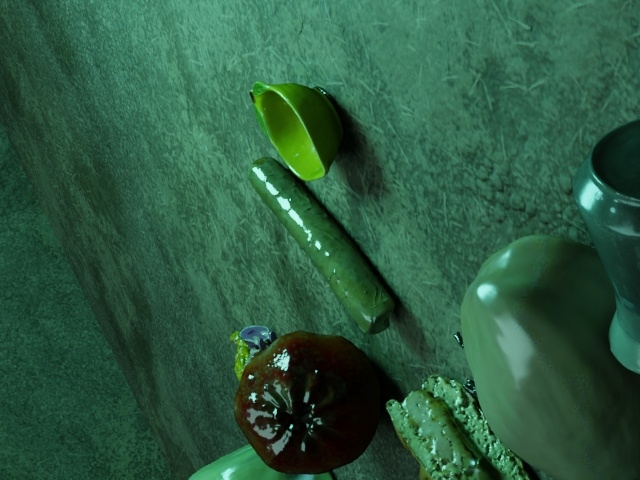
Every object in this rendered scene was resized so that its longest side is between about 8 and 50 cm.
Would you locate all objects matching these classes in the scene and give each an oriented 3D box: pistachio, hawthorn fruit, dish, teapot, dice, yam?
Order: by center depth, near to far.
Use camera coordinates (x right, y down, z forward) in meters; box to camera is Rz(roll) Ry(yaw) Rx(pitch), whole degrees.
[{"bbox_3d":[0.328,0.001,1.166,0.203,0.171,0.225,-112,6,-53],"label":"teapot"},{"bbox_3d":[0.277,0.141,1.360,0.226,0.208,0.332,-13,111,22],"label":"pistachio"},{"bbox_3d":[-0.023,-0.178,1.838,0.208,0.080,0.149,50,156,30],"label":"dish"},{"bbox_3d":[0.000,0.000,1.957,0.371,0.083,0.083,51,153,29],"label":"yam"},{"bbox_3d":[-0.020,0.262,2.077,0.300,0.254,0.254,-87,-22,-78],"label":"hawthorn fruit"},{"bbox_3d":[-0.112,0.542,2.483,0.250,0.252,0.254,64,158,4],"label":"dice"}]

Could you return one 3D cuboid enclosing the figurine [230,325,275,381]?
[{"bbox_3d":[-0.138,0.252,2.465,0.115,0.094,0.156,13,120,48],"label":"figurine"}]

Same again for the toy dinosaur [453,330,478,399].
[{"bbox_3d":[0.238,0.134,1.559,0.187,0.087,0.179,60,157,12],"label":"toy dinosaur"}]

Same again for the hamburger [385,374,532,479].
[{"bbox_3d":[0.214,0.324,1.769,0.262,0.124,0.131,55,173,36],"label":"hamburger"}]

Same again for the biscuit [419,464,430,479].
[{"bbox_3d":[0.232,0.455,1.905,0.184,0.035,0.249,-30,82,59],"label":"biscuit"}]
